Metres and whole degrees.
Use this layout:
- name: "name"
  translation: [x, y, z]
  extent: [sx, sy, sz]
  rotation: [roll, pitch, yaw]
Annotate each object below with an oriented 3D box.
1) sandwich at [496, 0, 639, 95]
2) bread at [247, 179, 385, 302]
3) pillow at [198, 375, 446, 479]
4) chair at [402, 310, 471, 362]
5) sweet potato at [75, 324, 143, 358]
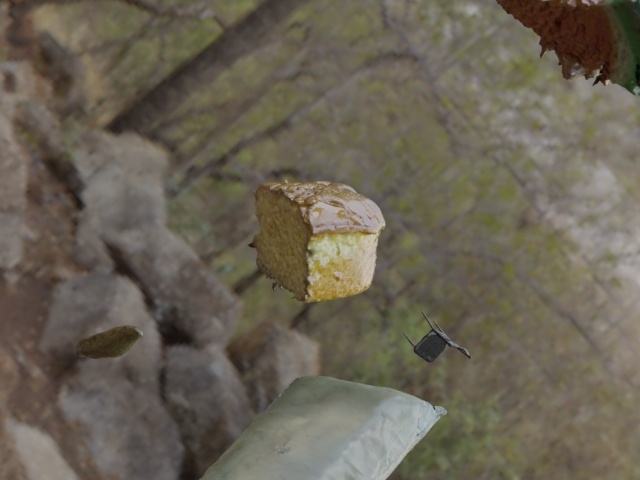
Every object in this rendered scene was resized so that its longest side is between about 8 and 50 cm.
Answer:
- name: "sandwich"
  translation: [0.358, -0.299, 1.769]
  extent: [0.301, 0.251, 0.162]
  rotation: [12, 18, -10]
- name: "bread"
  translation: [0.000, 0.000, 1.786]
  extent: [0.139, 0.143, 0.229]
  rotation: [2, 12, -21]
- name: "pillow"
  translation: [-0.015, 0.235, 1.479]
  extent: [0.302, 0.184, 0.075]
  rotation: [-42, 136, -49]
- name: "chair"
  translation: [0.128, 0.118, 1.606]
  extent: [0.037, 0.042, 0.086]
  rotation: [34, 6, -35]
- name: "sweet potato"
  translation: [-0.280, 0.136, 1.855]
  extent: [0.041, 0.153, 0.038]
  rotation: [14, 69, -39]
